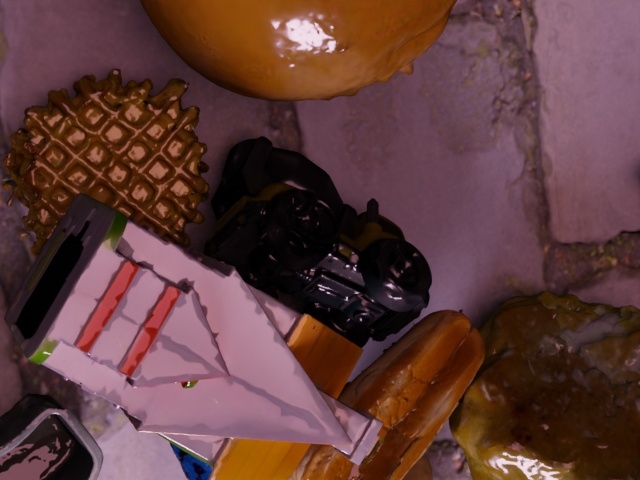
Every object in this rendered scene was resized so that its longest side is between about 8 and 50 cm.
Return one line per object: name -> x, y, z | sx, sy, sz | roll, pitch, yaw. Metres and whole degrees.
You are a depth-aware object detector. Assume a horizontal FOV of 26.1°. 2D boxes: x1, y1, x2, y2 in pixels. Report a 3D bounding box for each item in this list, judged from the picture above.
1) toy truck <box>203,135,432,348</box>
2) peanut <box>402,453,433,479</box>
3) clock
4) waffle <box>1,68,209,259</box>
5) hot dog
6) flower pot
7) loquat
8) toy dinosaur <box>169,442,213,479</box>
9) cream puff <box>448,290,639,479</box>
toy truck -> 0.000, 0.000, 1.359 | 0.224, 0.147, 0.165 | 25, 46, -22
peanut -> 0.059, 0.316, 1.422 | 0.122, 0.137, 0.253 | 3, 96, 23
clock -> -0.103, 0.105, 1.206 | 0.309, 0.235, 0.166 | 31, 86, -18
waffle -> -0.203, -0.062, 1.317 | 0.197, 0.070, 0.193 | -17, 101, -14
hot dog -> 0.070, 0.166, 1.352 | 0.269, 0.072, 0.109 | -47, 117, -22
flower pot -> -0.321, 0.228, 1.287 | 0.229, 0.108, 0.103 | -26, 103, -15
loquat -> -0.020, -0.284, 1.226 | 0.328, 0.328, 0.328 | -2, 97, -19
toy dinosaur -> -0.100, 0.212, 1.353 | 0.329, 0.144, 0.076 | 44, 93, 5
cream puff -> 0.265, 0.183, 1.459 | 0.282, 0.185, 0.282 | 1, 58, -2
